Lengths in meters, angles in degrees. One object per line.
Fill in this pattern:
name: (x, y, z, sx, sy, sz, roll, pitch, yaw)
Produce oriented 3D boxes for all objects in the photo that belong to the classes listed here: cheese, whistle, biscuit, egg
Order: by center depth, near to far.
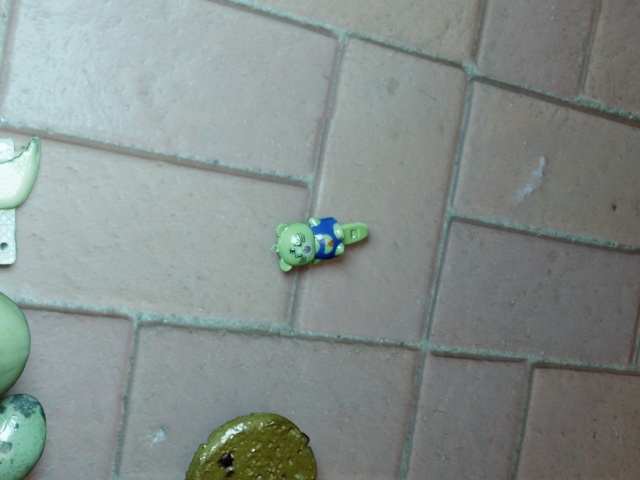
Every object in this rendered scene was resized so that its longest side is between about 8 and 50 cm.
egg: (-0.567, 0.361, 1.449, 0.141, 0.141, 0.181, 39, 73, -23)
cheese: (-0.569, -0.073, 1.456, 0.127, 0.050, 0.235, -2, 97, -27)
biscuit: (-0.150, 0.496, 1.692, 0.296, 0.075, 0.296, -6, 103, -25)
whistle: (0.000, 0.000, 1.707, 0.227, 0.085, 0.105, -10, 108, -24)

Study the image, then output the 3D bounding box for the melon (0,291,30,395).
melon: (-0.644, 0.173, 1.335, 0.308, 0.272, 0.271, -10, 99, -16)
